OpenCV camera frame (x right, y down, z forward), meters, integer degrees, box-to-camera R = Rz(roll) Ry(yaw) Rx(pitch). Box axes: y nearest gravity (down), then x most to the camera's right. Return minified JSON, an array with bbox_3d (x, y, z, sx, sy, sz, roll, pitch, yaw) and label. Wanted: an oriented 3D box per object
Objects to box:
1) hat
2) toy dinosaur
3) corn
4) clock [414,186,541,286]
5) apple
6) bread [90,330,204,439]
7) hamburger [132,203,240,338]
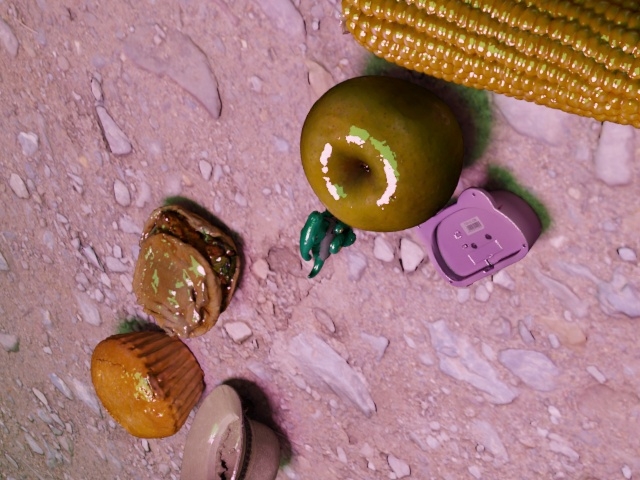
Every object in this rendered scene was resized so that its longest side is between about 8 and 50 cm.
[{"bbox_3d":[-0.147,0.398,1.734,0.130,0.257,0.257,18,149,-27],"label":"hat"},{"bbox_3d":[0.000,0.000,1.336,0.059,0.096,0.132,31,134,23],"label":"toy dinosaur"},{"bbox_3d":[0.193,-0.216,0.960,0.387,0.144,0.144,19,132,27],"label":"corn"},{"bbox_3d":[0.194,-0.013,1.182,0.110,0.050,0.153,53,140,-4],"label":"clock"},{"bbox_3d":[0.076,-0.105,1.135,0.196,0.157,0.196,23,133,27],"label":"apple"},{"bbox_3d":[-0.340,0.273,1.828,0.240,0.139,0.240,24,134,28],"label":"bread"},{"bbox_3d":[-0.219,0.049,1.576,0.183,0.130,0.206,30,118,20],"label":"hamburger"}]
